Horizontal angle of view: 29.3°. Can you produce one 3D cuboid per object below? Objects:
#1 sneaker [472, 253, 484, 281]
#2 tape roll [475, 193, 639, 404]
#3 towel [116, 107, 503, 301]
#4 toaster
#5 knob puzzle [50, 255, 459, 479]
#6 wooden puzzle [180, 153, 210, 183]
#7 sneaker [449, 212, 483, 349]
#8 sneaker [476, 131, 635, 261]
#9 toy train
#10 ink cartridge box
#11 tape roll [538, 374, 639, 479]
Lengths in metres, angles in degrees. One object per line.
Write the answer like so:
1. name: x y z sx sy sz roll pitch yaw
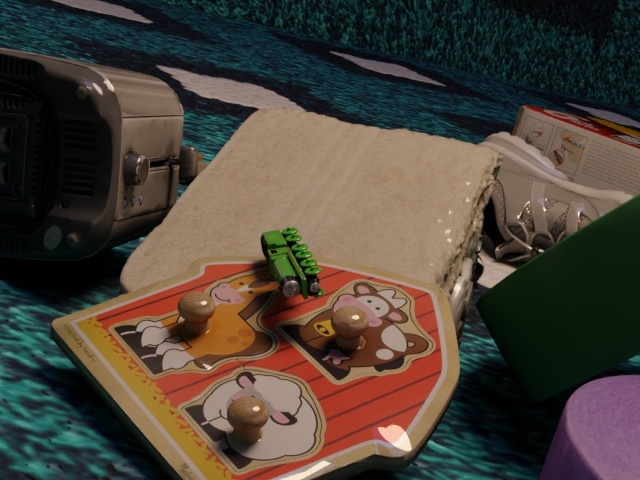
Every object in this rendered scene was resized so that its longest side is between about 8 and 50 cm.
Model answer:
1. sneaker: 0.092 0.009 1.045 0.109 0.040 0.043 12 17 -14
2. tape roll: 0.255 -0.003 0.762 0.321 0.321 0.077 -11 70 -61
3. towel: 0.000 0.000 0.776 0.187 0.049 0.282 13 34 15
4. toaster: -0.198 -0.060 0.810 0.227 0.129 0.146 7 7 19
5. knob puzzle: -0.014 0.050 0.625 0.213 0.030 0.213 1 32 -1
6. wooden puzzle: -0.110 -0.063 1.159 0.079 0.014 0.116 4 17 -25
7. sneaker: 0.054 0.017 0.883 0.115 0.090 0.232 14 13 6
8. sneaker: 0.222 0.000 1.173 0.115 0.105 0.281 -31 42 -23
9. toy train: -0.016 0.012 0.657 0.024 0.017 0.083 -10 20 -9
10. ink cartridge box: 0.402 -0.040 1.387 0.309 0.130 0.272 27 17 38
11. tape roll: 0.224 0.156 0.527 0.275 0.090 0.275 14 14 -4
